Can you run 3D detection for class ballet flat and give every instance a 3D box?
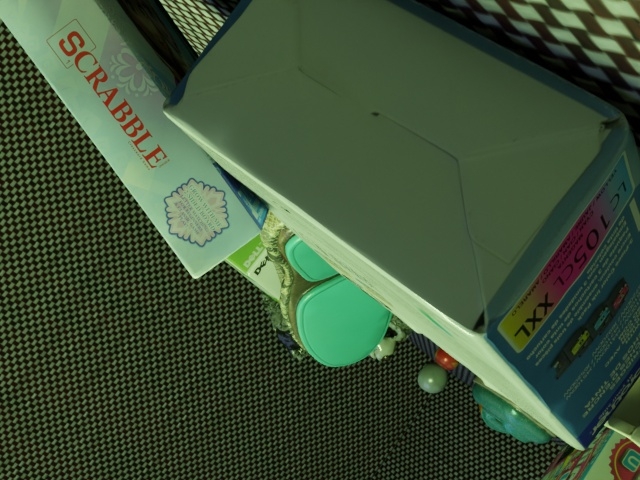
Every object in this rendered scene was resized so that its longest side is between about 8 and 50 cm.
[{"bbox_3d":[0.000,0.000,1.384,0.483,0.164,0.182,72,174,-65],"label":"ballet flat"}]

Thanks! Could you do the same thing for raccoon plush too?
[{"bbox_3d":[0.029,0.039,2.216,0.216,0.299,0.447,-33,-78,-79],"label":"raccoon plush"}]

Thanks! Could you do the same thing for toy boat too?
[{"bbox_3d":[0.368,0.343,2.441,0.318,0.148,0.267,37,176,-11],"label":"toy boat"}]

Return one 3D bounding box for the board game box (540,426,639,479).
[{"bbox_3d":[0.321,0.302,1.292,0.097,0.224,0.303,38,156,9],"label":"board game box"}]

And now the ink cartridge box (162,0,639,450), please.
[{"bbox_3d":[0.100,-0.004,0.791,0.270,0.151,0.395,37,175,30],"label":"ink cartridge box"}]

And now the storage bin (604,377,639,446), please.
[{"bbox_3d":[0.334,0.166,0.951,0.262,0.123,0.260,37,176,-11],"label":"storage bin"}]

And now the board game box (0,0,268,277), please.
[{"bbox_3d":[-0.152,-0.144,0.898,0.318,0.066,0.319,54,-174,-9],"label":"board game box"}]

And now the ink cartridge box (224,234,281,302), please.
[{"bbox_3d":[-0.073,-0.045,1.515,0.097,0.189,0.255,35,175,35],"label":"ink cartridge box"}]
